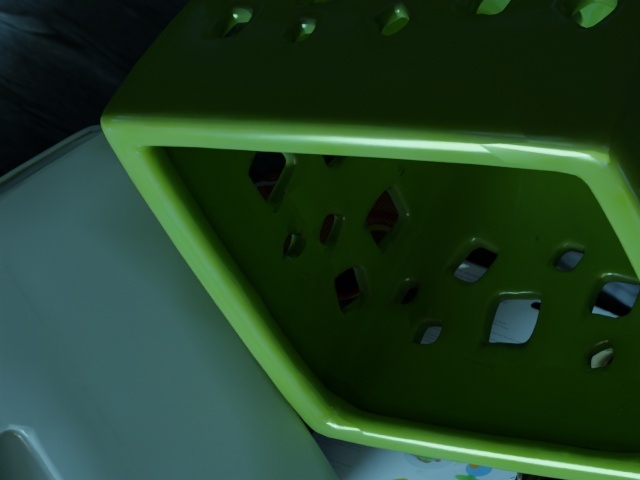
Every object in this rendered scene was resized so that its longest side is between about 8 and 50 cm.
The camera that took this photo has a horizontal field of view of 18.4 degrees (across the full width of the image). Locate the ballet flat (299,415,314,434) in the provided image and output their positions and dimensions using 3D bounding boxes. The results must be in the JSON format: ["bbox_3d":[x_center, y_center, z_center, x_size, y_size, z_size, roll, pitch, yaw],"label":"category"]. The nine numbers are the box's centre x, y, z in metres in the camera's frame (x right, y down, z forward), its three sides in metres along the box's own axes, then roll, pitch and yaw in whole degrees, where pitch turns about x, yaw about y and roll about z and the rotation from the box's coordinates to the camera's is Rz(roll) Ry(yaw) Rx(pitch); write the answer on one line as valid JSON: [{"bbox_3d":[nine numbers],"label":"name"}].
[{"bbox_3d":[0.052,0.150,1.286,0.232,0.073,0.080,10,147,25],"label":"ballet flat"}]

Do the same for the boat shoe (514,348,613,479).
[{"bbox_3d":[0.158,0.145,1.121,0.104,0.111,0.307,5,135,-14],"label":"boat shoe"}]

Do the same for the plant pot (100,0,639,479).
[{"bbox_3d":[0.082,-0.048,0.817,0.228,0.207,0.227,5,144,32],"label":"plant pot"}]

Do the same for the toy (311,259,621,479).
[{"bbox_3d":[0.079,0.090,1.166,0.137,0.056,0.237,19,130,-19],"label":"toy"}]

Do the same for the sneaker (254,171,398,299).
[{"bbox_3d":[0.000,0.000,1.098,0.175,0.067,0.064,-7,138,46],"label":"sneaker"}]

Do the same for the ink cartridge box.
[{"bbox_3d":[-0.126,0.115,1.063,0.285,0.166,0.395,57,168,-4],"label":"ink cartridge box"}]
